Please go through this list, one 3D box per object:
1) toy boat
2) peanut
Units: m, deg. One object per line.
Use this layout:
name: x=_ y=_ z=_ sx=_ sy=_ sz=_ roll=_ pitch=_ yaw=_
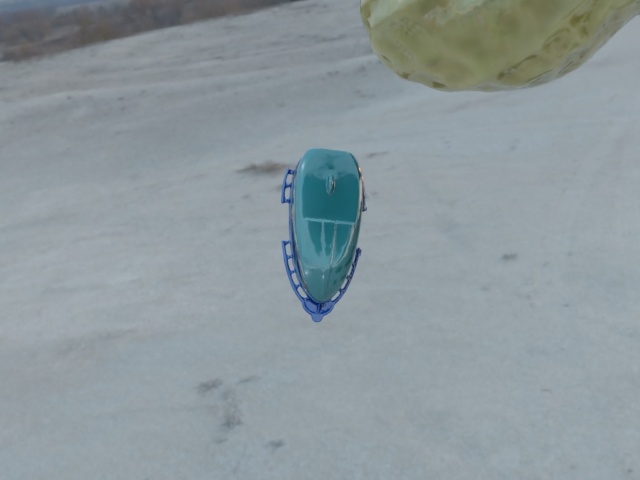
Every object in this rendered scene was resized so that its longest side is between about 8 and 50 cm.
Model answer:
toy boat: x=0.000 y=0.000 z=0.814 sx=0.091 sy=0.174 sz=0.110 roll=5 pitch=-15 yaw=-10
peanut: x=0.175 y=-0.191 z=0.520 sx=0.306 sy=0.147 sz=0.147 roll=-25 pitch=17 yaw=11
